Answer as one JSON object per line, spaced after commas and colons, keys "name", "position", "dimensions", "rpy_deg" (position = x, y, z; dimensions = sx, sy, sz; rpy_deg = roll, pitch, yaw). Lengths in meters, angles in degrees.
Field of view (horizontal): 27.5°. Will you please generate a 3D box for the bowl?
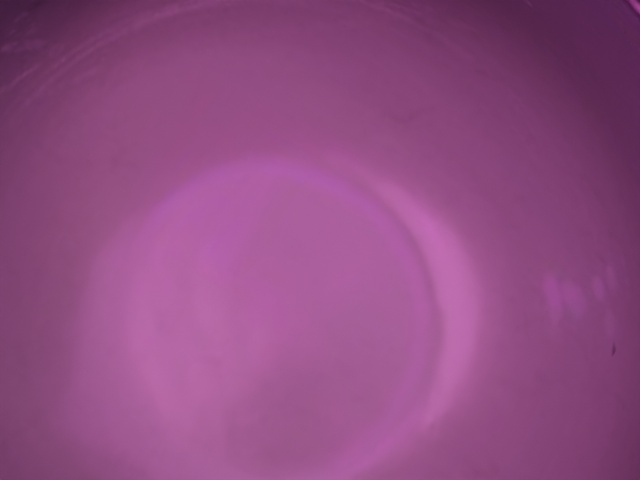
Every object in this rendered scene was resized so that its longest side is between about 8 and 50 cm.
{"name": "bowl", "position": [-0.025, 0.035, 0.497], "dimensions": [0.353, 0.185, 0.354], "rpy_deg": [0, 88, 6]}
